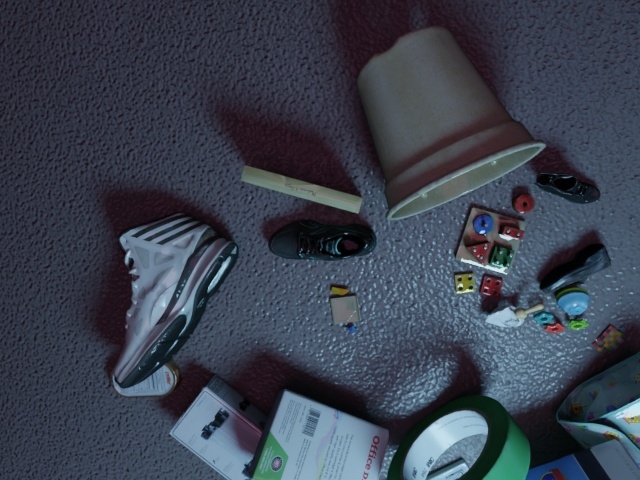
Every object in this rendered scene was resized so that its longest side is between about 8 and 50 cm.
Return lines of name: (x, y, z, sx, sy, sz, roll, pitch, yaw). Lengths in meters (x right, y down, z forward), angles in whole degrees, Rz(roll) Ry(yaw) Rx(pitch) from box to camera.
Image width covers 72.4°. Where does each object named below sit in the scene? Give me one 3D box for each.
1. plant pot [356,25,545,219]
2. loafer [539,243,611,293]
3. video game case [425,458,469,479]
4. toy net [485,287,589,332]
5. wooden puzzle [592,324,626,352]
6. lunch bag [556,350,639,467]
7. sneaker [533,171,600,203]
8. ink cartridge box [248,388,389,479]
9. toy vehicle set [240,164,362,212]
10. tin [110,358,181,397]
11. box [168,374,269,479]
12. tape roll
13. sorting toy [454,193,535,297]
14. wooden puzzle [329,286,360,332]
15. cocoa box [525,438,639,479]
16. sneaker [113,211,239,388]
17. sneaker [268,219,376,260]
plant pot: (0.233, -0.248, 0.917, 0.334, 0.334, 0.305, -24, 81, 8)
loafer: (0.598, 0.079, 1.021, 0.170, 0.062, 0.061, -36, 98, 12)
video game case: (0.330, 0.682, 1.133, 0.190, 0.022, 0.173, -31, 92, 7)
toy net: (0.512, 0.175, 1.045, 0.232, 0.045, 0.122, -8, 135, 14)
wooden puzzle: (0.700, 0.237, 1.053, 0.049, 0.006, 0.083, 37, 98, 1)
lunch bag: (0.717, 0.419, 0.999, 0.223, 0.160, 0.262, 43, 113, -4)
sneaker: (0.560, -0.119, 0.987, 0.170, 0.089, 0.051, 17, 98, 4)
ink cartridge box: (-0.003, 0.504, 1.044, 0.278, 0.117, 0.201, 23, 65, -4)
toy vehicle set: (-0.035, -0.118, 1.010, 0.267, 0.166, 0.035, 16, 97, 4)
tin: (-0.471, 0.368, 1.175, 0.190, 0.040, 0.106, -5, 100, 6)
box: (-0.221, 0.509, 1.137, 0.290, 0.087, 0.169, 37, 98, 1)
tape roll: (0.294, 0.484, 0.963, 0.321, 0.321, 0.077, -38, 91, 8)
sorting toy: (0.404, 0.011, 1.040, 0.132, 0.046, 0.274, 17, 98, 4)
wooden puzzle: (0.063, 0.174, 1.110, 0.079, 0.014, 0.116, 0, 96, 10)
cocoa box: (0.613, 0.652, 0.938, 0.228, 0.231, 0.347, -24, 119, 9)
sneaker: (-0.425, 0.128, 1.101, 0.257, 0.169, 0.447, 35, 90, 10)
sneaker: (0.000, 0.000, 1.052, 0.267, 0.106, 0.101, -4, 97, 8)
